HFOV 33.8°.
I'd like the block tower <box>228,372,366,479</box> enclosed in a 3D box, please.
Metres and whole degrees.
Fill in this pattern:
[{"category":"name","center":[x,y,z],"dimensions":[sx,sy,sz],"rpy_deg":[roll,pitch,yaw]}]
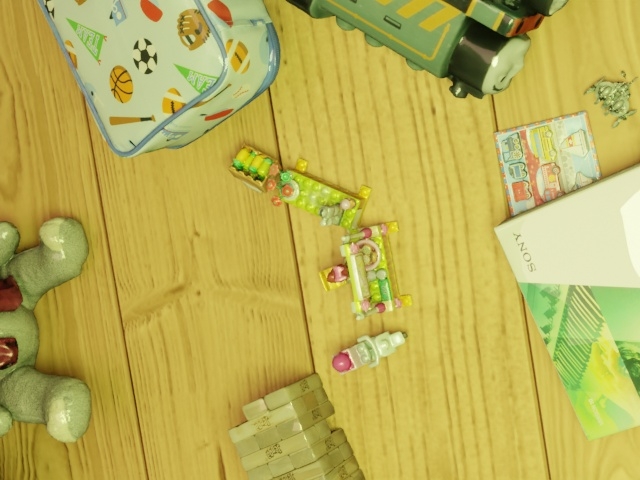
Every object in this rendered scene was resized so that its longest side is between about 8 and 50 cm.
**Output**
[{"category":"block tower","center":[0.015,0.321,1.156],"dimensions":[0.091,0.097,0.335],"rpy_deg":[-27,83,24]}]

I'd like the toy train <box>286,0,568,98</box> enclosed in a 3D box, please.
[{"category":"toy train","center":[0.081,-0.280,1.039],"dimensions":[0.334,0.142,0.190],"rpy_deg":[33,120,15]}]

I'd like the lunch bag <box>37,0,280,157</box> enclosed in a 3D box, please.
[{"category":"lunch bag","center":[-0.189,-0.251,1.105],"dimensions":[0.243,0.115,0.303],"rpy_deg":[-29,84,41]}]

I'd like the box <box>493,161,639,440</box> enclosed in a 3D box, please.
[{"category":"box","center":[0.353,0.029,0.982],"dimensions":[0.322,0.058,0.232],"rpy_deg":[-25,88,25]}]

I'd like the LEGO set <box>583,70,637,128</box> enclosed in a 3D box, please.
[{"category":"LEGO set","center":[0.294,-0.137,1.013],"dimensions":[0.083,0.023,0.054],"rpy_deg":[-9,92,25]}]

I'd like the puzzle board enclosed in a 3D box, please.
[{"category":"puzzle board","center":[0.233,-0.056,1.057],"dimensions":[0.096,0.011,0.128],"rpy_deg":[-12,92,25]}]

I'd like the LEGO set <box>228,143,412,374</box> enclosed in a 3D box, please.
[{"category":"LEGO set","center":[0.000,0.000,1.115],"dimensions":[0.132,0.107,0.287],"rpy_deg":[-35,82,23]}]

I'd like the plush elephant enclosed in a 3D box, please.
[{"category":"plush elephant","center":[-0.459,0.098,1.236],"dimensions":[0.330,0.255,0.272],"rpy_deg":[-7,75,32]}]
